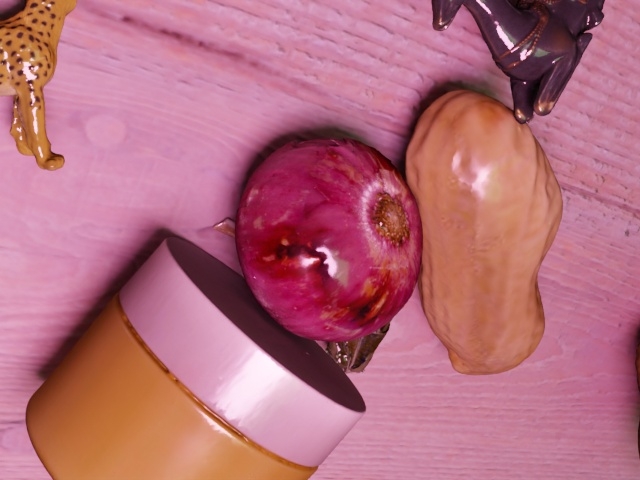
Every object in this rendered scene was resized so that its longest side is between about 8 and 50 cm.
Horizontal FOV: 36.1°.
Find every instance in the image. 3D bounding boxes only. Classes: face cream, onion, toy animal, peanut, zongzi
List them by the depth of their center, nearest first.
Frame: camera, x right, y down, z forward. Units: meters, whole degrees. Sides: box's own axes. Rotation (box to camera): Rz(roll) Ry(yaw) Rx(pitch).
[{"bbox_3d":[-0.259,-0.122,0.684,0.181,0.073,0.136,-1,108,-16],"label":"toy animal"},{"bbox_3d":[-0.101,0.134,0.809,0.179,0.218,0.218,-49,128,4],"label":"face cream"},{"bbox_3d":[0.008,-0.001,0.837,0.177,0.177,0.153,-3,155,-28],"label":"onion"},{"bbox_3d":[0.162,0.000,0.938,0.147,0.147,0.319,-25,127,-16],"label":"peanut"},{"bbox_3d":[0.012,0.070,0.948,0.119,0.055,0.109,21,106,-24],"label":"zongzi"}]

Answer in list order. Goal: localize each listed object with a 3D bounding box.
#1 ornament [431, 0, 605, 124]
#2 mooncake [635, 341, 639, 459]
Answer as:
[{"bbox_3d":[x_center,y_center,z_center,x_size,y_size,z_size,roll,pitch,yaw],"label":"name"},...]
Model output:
[{"bbox_3d":[0.140,-0.243,0.818,0.236,0.080,0.202,37,61,-24],"label":"ornament"},{"bbox_3d":[0.559,0.193,1.105,0.394,0.393,0.246,-46,137,-46],"label":"mooncake"}]
